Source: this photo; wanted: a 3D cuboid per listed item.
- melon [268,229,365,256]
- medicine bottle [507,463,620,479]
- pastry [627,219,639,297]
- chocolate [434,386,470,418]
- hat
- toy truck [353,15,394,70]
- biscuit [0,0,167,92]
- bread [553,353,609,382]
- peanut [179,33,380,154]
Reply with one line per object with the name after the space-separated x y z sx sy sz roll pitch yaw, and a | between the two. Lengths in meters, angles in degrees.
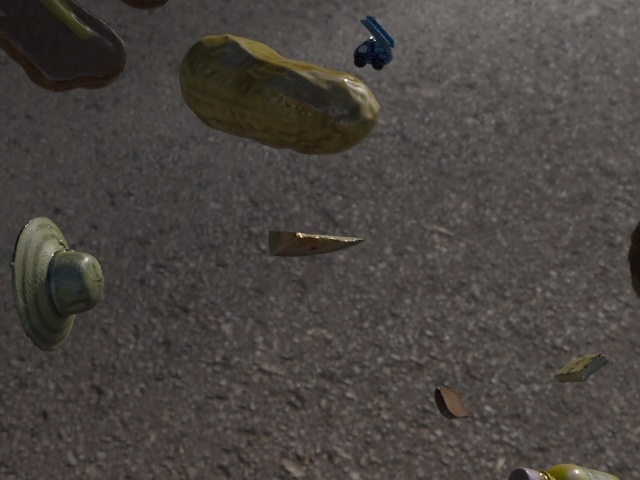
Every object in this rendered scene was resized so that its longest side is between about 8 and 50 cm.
-0.007 0.001 1.848 0.182 0.098 0.054 4 77 -41 | melon
0.441 0.464 1.718 0.212 0.122 0.122 18 31 -23 | medicine bottle
0.462 0.019 1.240 0.081 0.153 0.153 3 36 -15 | pastry
0.245 0.313 1.806 0.100 0.031 0.064 18 43 -58 | chocolate
-0.454 0.075 1.731 0.110 0.252 0.252 -5 32 10 | hat
0.097 -0.361 1.729 0.073 0.090 0.056 11 29 21 | toy truck
-0.259 -0.241 0.727 0.295 0.044 0.186 28 63 -9 | biscuit
0.524 0.259 1.917 0.068 0.154 0.028 -36 85 -10 | bread
-0.061 -0.194 1.278 0.305 0.147 0.147 23 30 34 | peanut
